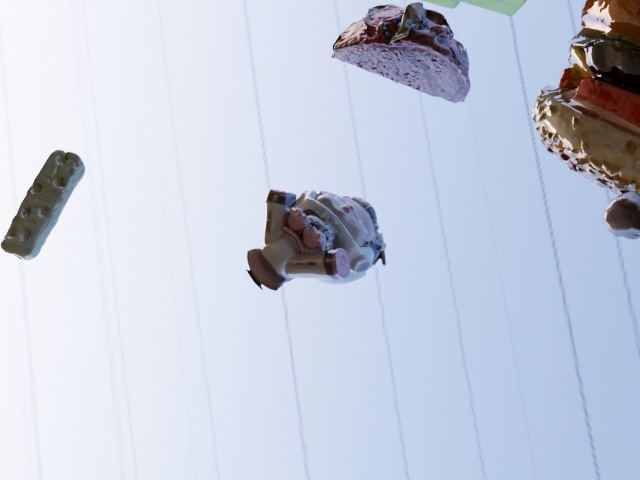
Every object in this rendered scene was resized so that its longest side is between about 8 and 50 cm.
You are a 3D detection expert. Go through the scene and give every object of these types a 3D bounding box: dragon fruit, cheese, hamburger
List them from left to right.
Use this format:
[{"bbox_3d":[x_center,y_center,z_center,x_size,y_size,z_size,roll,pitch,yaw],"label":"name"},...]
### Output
[{"bbox_3d":[-0.439,-0.058,1.179,0.043,0.065,0.193,118,-6,-67],"label":"cheese"},{"bbox_3d":[0.208,-0.423,1.543,0.205,0.317,0.151,167,-60,-71],"label":"dragon fruit"},{"bbox_3d":[0.444,-0.170,0.931,0.330,0.330,0.250,40,-67,38],"label":"hamburger"}]

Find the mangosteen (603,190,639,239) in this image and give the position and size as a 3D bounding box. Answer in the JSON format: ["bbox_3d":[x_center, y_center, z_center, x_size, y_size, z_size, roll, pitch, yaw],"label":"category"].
[{"bbox_3d":[0.344,-0.026,0.538,0.262,0.235,0.235,3,-90,14],"label":"mangosteen"}]

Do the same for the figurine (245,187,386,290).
[{"bbox_3d":[-0.005,-0.009,1.713,0.211,0.361,0.253,-32,-100,29],"label":"figurine"}]

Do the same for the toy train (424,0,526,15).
[{"bbox_3d":[0.198,-0.502,1.169,0.272,0.443,0.179,138,-39,-66],"label":"toy train"}]
